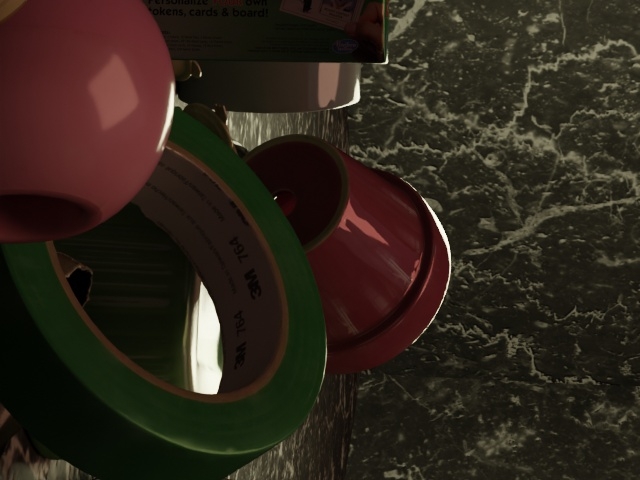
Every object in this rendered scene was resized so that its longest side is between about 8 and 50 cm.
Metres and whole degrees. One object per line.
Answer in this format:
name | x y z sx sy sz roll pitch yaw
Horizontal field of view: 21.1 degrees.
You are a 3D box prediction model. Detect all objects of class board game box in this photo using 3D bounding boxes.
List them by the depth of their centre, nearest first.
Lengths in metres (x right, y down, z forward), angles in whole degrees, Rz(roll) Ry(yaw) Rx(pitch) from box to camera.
board game box | -0.104 -0.244 1.313 0.046 0.317 0.214 -41 133 -82

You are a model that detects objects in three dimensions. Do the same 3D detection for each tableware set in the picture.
tableware set | -0.147 -0.133 1.631 0.020 0.168 0.141 -38 110 -34

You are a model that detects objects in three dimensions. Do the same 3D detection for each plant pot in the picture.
plant pot | 0.000 0.000 1.582 0.180 0.201 0.201 51 40 -56

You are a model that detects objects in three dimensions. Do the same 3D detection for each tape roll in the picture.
tape roll | -0.136 0.032 1.310 0.321 0.077 0.321 31 40 -30
tape roll | -0.061 -0.204 2.039 0.219 0.219 0.072 -62 152 -74

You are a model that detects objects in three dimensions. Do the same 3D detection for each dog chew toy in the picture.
dog chew toy | -0.201 -0.171 1.110 0.206 0.206 0.332 67 18 -73

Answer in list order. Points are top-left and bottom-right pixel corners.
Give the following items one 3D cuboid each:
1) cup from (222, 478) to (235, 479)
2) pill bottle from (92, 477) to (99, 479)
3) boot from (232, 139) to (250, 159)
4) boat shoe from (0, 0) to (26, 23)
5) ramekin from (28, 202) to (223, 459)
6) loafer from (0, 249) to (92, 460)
cup | -0.140 0.343 1.425 0.237 0.331 0.331 -176 -93 -71
pill bottle | -0.193 0.264 1.664 0.152 0.086 0.086 -29 121 -81
boot | -0.040 -0.068 2.199 0.263 0.229 0.091 -63 154 -73
boat shoe | -0.237 -0.259 0.932 0.110 0.121 0.341 50 18 -61
ramekin | -0.166 0.053 1.571 0.303 0.148 0.303 2 90 -83
loafer | -0.232 0.087 1.305 0.251 0.087 0.094 -80 169 -47
